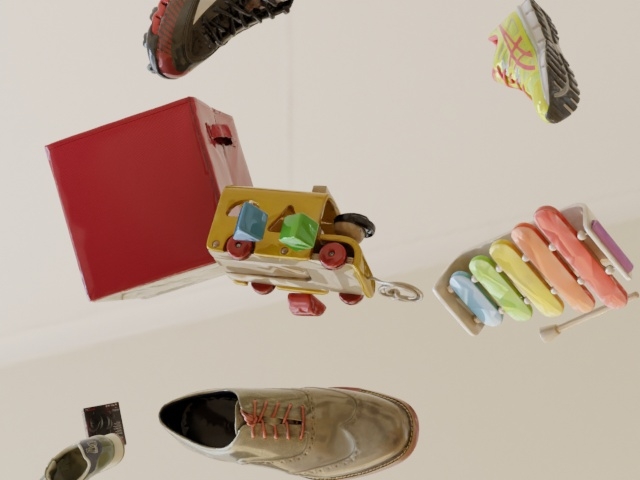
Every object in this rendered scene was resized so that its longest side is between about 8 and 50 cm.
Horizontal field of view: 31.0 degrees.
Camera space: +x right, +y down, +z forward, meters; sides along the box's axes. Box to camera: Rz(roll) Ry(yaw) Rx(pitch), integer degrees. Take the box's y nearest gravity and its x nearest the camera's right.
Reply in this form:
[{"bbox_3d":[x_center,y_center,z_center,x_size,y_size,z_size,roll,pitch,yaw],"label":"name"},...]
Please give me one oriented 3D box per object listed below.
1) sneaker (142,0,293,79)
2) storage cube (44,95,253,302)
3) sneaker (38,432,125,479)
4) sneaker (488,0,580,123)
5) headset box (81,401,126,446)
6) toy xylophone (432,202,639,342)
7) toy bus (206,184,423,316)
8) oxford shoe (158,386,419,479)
[{"bbox_3d":[-0.107,-0.307,1.439,0.276,0.135,0.097,-52,-39,-10],"label":"sneaker"},{"bbox_3d":[-0.189,-0.042,1.386,0.215,0.193,0.183,-18,-5,10],"label":"storage cube"},{"bbox_3d":[-0.377,0.342,1.670,0.192,0.064,0.086,-39,-21,18],"label":"sneaker"},{"bbox_3d":[0.269,-0.218,1.491,0.094,0.208,0.081,-31,-48,26],"label":"sneaker"},{"bbox_3d":[-0.366,0.321,1.954,0.062,0.083,0.032,-8,-17,-20],"label":"headset box"},{"bbox_3d":[0.346,0.063,1.768,0.236,0.081,0.323,42,-45,-12],"label":"toy xylophone"},{"bbox_3d":[-0.013,-0.003,1.192,0.202,0.104,0.191,25,-26,-24],"label":"toy bus"},{"bbox_3d":[-0.048,0.246,1.484,0.348,0.123,0.130,-6,-16,25],"label":"oxford shoe"}]
